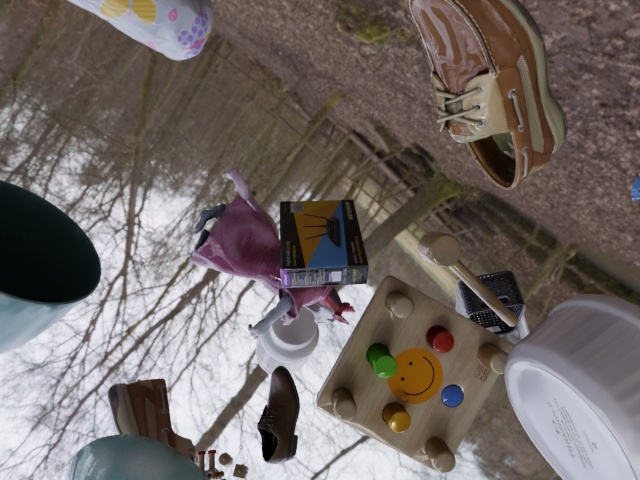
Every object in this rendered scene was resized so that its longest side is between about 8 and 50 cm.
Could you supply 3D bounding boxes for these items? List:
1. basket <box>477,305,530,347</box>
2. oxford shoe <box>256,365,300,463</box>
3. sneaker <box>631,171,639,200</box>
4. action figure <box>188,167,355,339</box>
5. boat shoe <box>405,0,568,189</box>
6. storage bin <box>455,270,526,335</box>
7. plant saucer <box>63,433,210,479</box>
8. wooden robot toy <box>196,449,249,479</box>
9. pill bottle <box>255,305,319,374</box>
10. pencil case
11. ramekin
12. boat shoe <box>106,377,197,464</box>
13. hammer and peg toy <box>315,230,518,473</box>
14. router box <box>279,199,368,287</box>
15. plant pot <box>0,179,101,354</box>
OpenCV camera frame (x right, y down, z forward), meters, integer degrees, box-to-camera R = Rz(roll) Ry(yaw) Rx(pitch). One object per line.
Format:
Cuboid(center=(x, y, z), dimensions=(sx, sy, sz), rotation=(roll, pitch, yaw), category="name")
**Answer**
Cuboid(center=(0.483, 0.235, 1.175), dimensions=(0.103, 0.113, 0.167), rotation=(11, -115, -69), category="basket")
Cuboid(center=(-0.105, 0.422, 1.083), dimensions=(0.096, 0.083, 0.227), rotation=(13, -110, -49), category="oxford shoe")
Cuboid(center=(0.813, -0.087, 1.029), dimensions=(0.209, 0.082, 0.069), rotation=(21, -179, -4), category="sneaker")
Cuboid(center=(-0.082, 0.055, 0.941), dimensions=(0.370, 0.275, 0.248), rotation=(26, -179, -6), category="action figure")
Cuboid(center=(0.207, -0.177, 0.556), dimensions=(0.324, 0.120, 0.122), rotation=(37, 175, -35), category="boat shoe")
Cuboid(center=(0.381, 0.152, 1.017), dimensions=(0.180, 0.122, 0.084), rotation=(66, -166, -57), category="storage bin")
Cuboid(center=(-0.194, 0.298, 0.466), dimensions=(0.195, 0.195, 0.037), rotation=(45, -163, -2), category="plant saucer")
Cuboid(center=(-0.250, 0.537, 1.049), dimensions=(0.079, 0.173, 0.076), rotation=(79, -175, -55), category="wooden robot toy")
Cuboid(center=(-0.100, 0.295, 1.353), dimensions=(0.176, 0.176, 0.318), rotation=(47, 153, 14), category="pill bottle")
Cuboid(center=(-0.263, -0.336, 0.568), dimensions=(0.124, 0.113, 0.273), rotation=(56, -159, 22), category="pencil case")
Cuboid(center=(0.354, 0.213, 0.558), dimensions=(0.272, 0.127, 0.273), rotation=(60, 168, 22), category="ramekin")
Cuboid(center=(-0.266, 0.377, 0.757), dimensions=(0.116, 0.123, 0.324), rotation=(-12, -119, -32), category="boat shoe")
Cuboid(center=(0.190, 0.180, 0.748), dimensions=(0.266, 0.361, 0.127), rotation=(30, 179, -5), category="hammer and peg toy")
Cuboid(center=(0.000, 0.000, 0.738), dimensions=(0.179, 0.133, 0.046), rotation=(-98, 7, -51), category="router box")
Cuboid(center=(-0.594, 0.072, 0.792), dimensions=(0.293, 0.235, 0.293), rotation=(44, -168, -12), category="plant pot")
